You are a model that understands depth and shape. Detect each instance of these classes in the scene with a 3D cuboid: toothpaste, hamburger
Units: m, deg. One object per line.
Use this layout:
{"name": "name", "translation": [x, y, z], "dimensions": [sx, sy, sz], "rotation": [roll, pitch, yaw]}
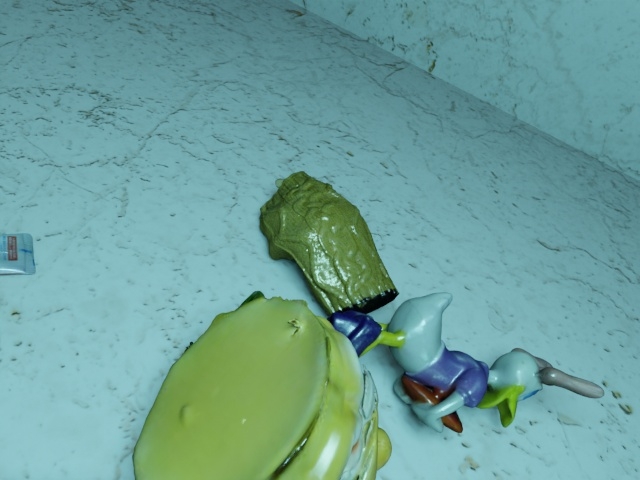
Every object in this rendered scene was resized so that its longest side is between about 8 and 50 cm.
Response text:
{"name": "toothpaste", "translation": [-0.571, 0.025, 0.653], "dimensions": [0.234, 0.057, 0.089], "rotation": [-4, 50, -34]}
{"name": "hamburger", "translation": [-0.046, 0.230, 0.517], "dimensions": [0.236, 0.277, 0.276], "rotation": [54, 31, -32]}

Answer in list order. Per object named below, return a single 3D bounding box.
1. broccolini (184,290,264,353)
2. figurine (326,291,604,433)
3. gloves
{"name": "broccolini", "translation": [-0.146, 0.138, 0.696], "dimensions": [0.091, 0.068, 0.202], "rotation": [8, 40, 13]}
{"name": "figurine", "translation": [0.202, 0.188, 0.684], "dimensions": [0.421, 0.193, 0.154], "rotation": [24, -1, -7]}
{"name": "gloves", "translation": [0.009, -0.005, 0.835], "dimensions": [0.203, 0.155, 0.356], "rotation": [-15, 50, -37]}
